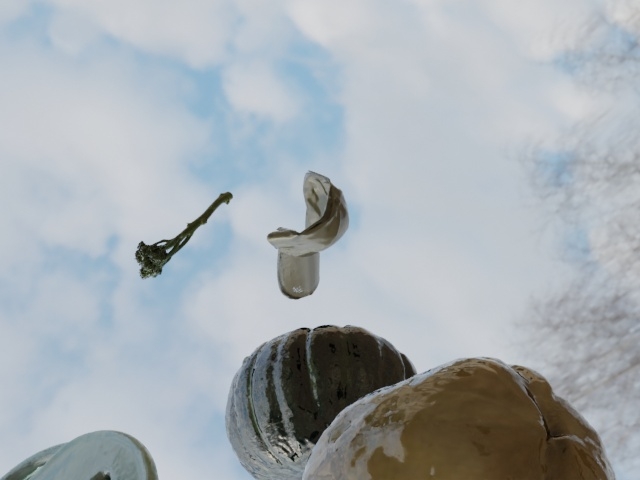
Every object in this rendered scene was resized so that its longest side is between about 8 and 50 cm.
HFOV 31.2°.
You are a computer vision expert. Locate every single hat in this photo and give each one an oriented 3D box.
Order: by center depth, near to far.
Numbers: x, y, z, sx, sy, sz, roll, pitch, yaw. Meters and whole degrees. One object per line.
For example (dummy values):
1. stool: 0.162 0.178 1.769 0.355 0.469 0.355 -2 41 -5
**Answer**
1. hat: 0.000 0.000 1.492 0.085 0.175 0.147 10 -133 16

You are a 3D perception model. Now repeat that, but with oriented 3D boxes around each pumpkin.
1. pumpkin: 0.007 0.187 1.232 0.221 0.220 0.161 22 -129 -24

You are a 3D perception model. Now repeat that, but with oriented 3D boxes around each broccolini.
1. broccolini: -0.189 -0.012 1.663 0.194 0.052 0.054 -38 -73 -27

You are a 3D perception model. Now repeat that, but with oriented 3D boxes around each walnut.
1. walnut: 0.068 0.133 0.567 0.167 0.166 0.149 30 -136 -17

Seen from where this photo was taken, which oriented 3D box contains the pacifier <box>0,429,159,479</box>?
1. pacifier: -0.137 0.113 0.446 0.116 0.150 0.126 49 -159 -28
